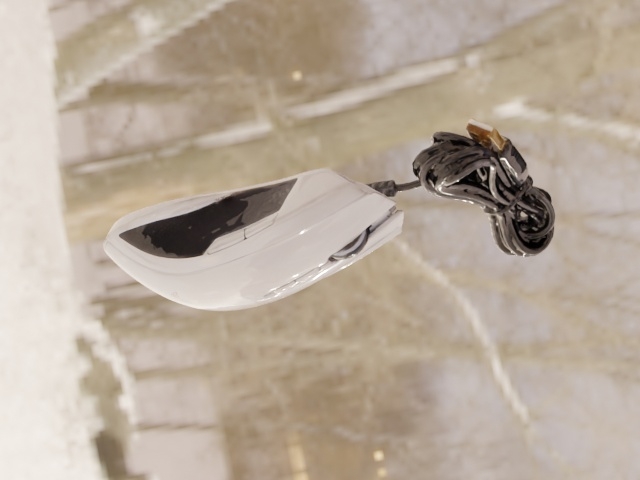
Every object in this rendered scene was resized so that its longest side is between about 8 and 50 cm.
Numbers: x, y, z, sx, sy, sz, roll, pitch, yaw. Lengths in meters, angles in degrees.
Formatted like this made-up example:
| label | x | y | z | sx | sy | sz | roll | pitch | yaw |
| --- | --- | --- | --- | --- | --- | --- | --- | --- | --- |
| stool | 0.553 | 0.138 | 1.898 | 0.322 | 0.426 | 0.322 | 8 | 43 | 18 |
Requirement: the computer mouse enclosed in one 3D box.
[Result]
| label | x | y | z | sx | sy | sz | roll | pitch | yaw |
| --- | --- | --- | --- | --- | --- | --- | --- | --- | --- |
| computer mouse | 0.000 | 0.000 | 0.775 | 0.106 | 0.193 | 0.042 | 41 | 39 | -64 |
